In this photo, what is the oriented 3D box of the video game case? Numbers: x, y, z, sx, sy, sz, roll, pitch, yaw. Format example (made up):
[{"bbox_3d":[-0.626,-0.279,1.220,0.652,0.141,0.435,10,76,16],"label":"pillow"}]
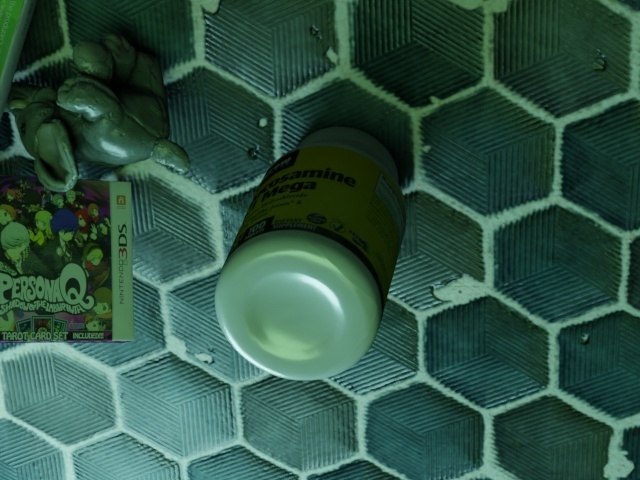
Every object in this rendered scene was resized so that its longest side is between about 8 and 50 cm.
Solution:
[{"bbox_3d":[-0.345,0.025,2.010,0.042,0.232,0.210,-12,78,55],"label":"video game case"}]

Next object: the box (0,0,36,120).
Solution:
[{"bbox_3d":[-0.526,-0.245,1.943,0.322,0.058,0.232,14,81,5],"label":"box"}]

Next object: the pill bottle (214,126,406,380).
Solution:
[{"bbox_3d":[0.000,0.000,1.888,0.188,0.334,0.188,5,121,8],"label":"pill bottle"}]

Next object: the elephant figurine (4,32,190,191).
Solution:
[{"bbox_3d":[-0.305,-0.141,1.995,0.169,0.186,0.239,21,141,-40],"label":"elephant figurine"}]
